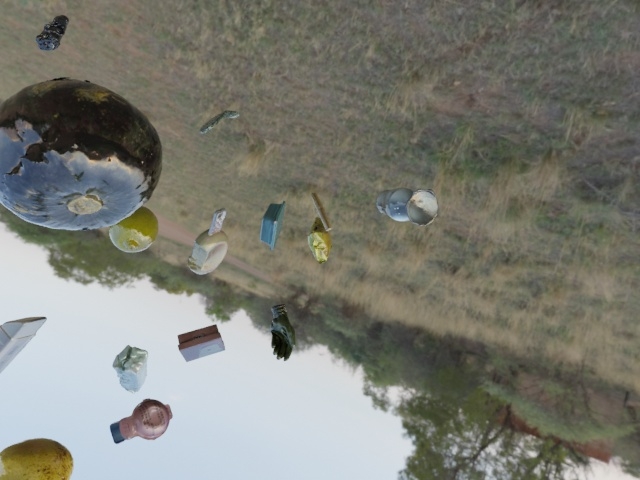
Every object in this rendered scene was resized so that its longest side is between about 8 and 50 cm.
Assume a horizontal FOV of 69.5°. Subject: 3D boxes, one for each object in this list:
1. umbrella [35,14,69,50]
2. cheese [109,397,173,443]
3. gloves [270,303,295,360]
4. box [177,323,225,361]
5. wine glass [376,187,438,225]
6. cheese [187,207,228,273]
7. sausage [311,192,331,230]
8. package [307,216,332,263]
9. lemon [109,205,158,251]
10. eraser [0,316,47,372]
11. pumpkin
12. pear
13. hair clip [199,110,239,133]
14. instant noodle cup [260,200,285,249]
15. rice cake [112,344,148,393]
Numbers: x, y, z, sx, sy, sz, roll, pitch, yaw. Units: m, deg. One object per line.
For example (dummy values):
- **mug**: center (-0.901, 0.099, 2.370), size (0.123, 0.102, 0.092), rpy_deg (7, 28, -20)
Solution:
- **umbrella**: center (-0.964, -0.771, 1.680), size (0.080, 0.224, 0.071), rpy_deg (-3, 135, -5)
- **cheese**: center (-0.813, 0.832, 2.112), size (0.286, 0.189, 0.074), rpy_deg (-11, 157, -47)
- **gloves**: center (-0.177, 0.427, 2.141), size (0.135, 0.268, 0.107), rpy_deg (-20, 149, 28)
- **box**: center (-0.607, 0.522, 2.343), size (0.215, 0.086, 0.215), rpy_deg (-15, 152, -13)
- **wine glass**: center (0.238, -0.103, 1.313), size (0.103, 0.103, 0.222), rpy_deg (24, 180, -20)
- **cheese**: center (-0.401, -0.001, 1.696), size (0.082, 0.286, 0.163), rpy_deg (36, -141, 17)
- **sausage**: center (0.002, -0.090, 1.420), size (0.024, 0.132, 0.024), rpy_deg (-21, 163, -7)
- **package**: center (0.000, 0.000, 2.081), size (0.090, 0.168, 0.226), rpy_deg (-13, -158, 15)
- **lemon**: center (-0.757, -0.054, 1.882), size (0.184, 0.184, 0.248), rpy_deg (24, -148, -20)
- **eraser**: center (-0.881, 0.319, 1.232), size (0.061, 0.352, 0.089), rpy_deg (44, -174, 6)
- **pumpkin**: center (-0.678, -0.230, 1.290), size (0.454, 0.344, 0.454), rpy_deg (-20, 154, -10)
- **pear**: center (-1.012, 0.820, 1.602), size (0.271, 0.271, 0.271), rpy_deg (20, 170, 4)
- **hair clip**: center (-0.332, -0.402, 1.530), size (0.066, 0.229, 0.036), rpy_deg (-21, 108, 29)
- **instant noodle cup**: center (-0.202, -0.070, 1.936), size (0.070, 0.157, 0.179), rpy_deg (15, 132, 3)
- **rice cake**: center (-0.470, 0.330, 1.157), size (0.063, 0.066, 0.336), rpy_deg (27, 148, -6)
